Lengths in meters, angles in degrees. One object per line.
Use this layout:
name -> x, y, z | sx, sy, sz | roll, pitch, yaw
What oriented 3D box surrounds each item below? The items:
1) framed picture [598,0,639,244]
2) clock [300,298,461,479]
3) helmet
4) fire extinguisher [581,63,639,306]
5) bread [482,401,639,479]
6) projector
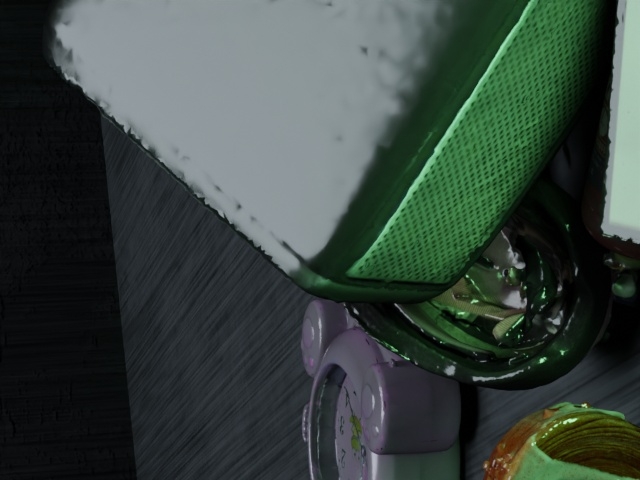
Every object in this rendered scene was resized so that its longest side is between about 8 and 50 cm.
framed picture -> 0.299, -0.139, 1.181 | 0.244, 0.013, 0.323 | 15, 108, 43
clock -> 0.064, 0.245, 1.977 | 0.295, 0.113, 0.322 | -136, 46, -65
helmet -> 0.150, 0.026, 1.555 | 0.253, 0.154, 0.198 | 30, 101, 41
fire extinguisher -> 0.265, -0.080, 1.359 | 0.138, 0.102, 0.344 | -59, -21, -58
bread -> 0.209, 0.210, 1.448 | 0.073, 0.161, 0.160 | -153, 63, -76
projector -> 0.029, -0.208, 1.435 | 0.395, 0.242, 0.405 | 40, 108, 27
